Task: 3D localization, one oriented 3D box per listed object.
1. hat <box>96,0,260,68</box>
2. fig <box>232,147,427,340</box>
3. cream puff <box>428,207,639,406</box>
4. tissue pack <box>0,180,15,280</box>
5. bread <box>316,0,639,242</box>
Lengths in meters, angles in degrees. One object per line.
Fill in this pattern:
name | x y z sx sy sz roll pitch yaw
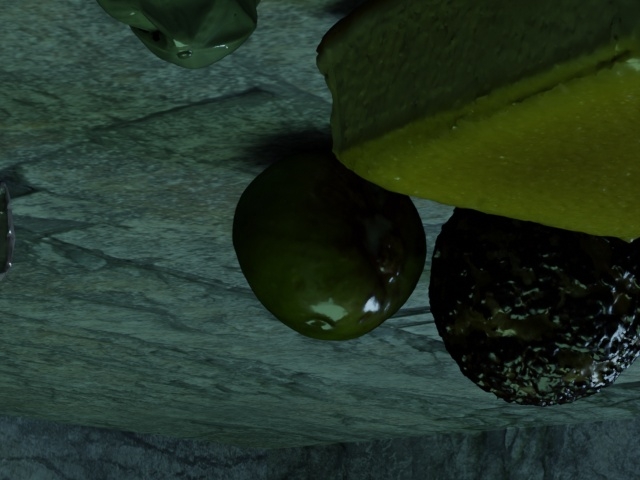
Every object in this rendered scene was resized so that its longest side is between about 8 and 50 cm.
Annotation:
hat | -0.103 -0.157 1.077 0.122 0.081 0.166 2 176 1
fig | 0.000 0.000 1.495 0.181 0.181 0.191 14 -176 -45
cream puff | 0.221 0.050 1.553 0.239 0.239 0.165 -3 -170 11
tissue pack | -0.455 0.021 1.668 0.201 0.124 0.271 -8 170 -28
bread | 0.214 -0.112 1.101 0.323 0.143 0.333 11 163 -33
